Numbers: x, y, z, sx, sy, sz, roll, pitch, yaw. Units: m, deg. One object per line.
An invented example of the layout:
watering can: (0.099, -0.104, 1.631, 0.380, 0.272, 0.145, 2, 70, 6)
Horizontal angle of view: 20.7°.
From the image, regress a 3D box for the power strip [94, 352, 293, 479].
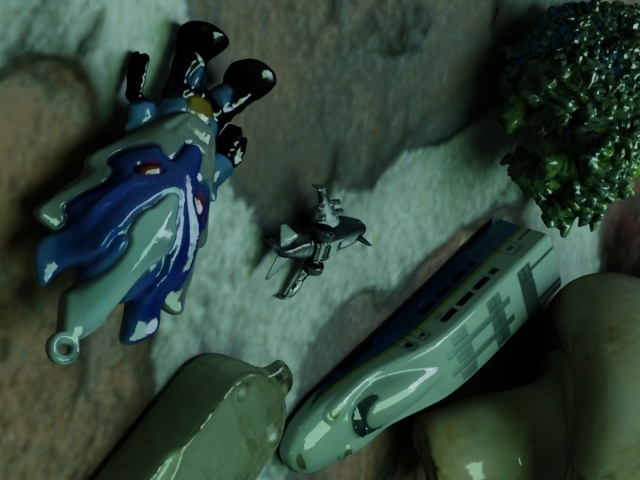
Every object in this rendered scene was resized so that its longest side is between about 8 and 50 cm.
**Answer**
power strip: (-0.111, 0.174, 0.971, 0.286, 0.048, 0.080, -52, 140, -20)

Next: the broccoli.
broccoli: (0.180, -0.078, 1.155, 0.154, 0.167, 0.160, -9, 148, -13)

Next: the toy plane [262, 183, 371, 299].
toy plane: (0.000, 0.000, 1.039, 0.083, 0.031, 0.078, -11, 129, -44)

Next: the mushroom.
mushroom: (0.180, 0.134, 1.195, 0.206, 0.209, 0.206, 52, 23, -33)

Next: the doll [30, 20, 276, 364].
doll: (-0.090, -0.020, 0.900, 0.096, 0.070, 0.195, 38, 67, -26)

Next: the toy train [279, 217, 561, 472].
toy train: (0.066, 0.074, 1.131, 0.234, 0.051, 0.052, -41, 130, -30)
